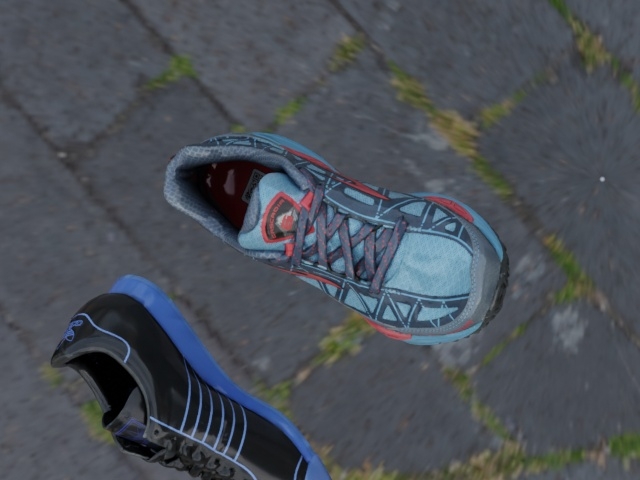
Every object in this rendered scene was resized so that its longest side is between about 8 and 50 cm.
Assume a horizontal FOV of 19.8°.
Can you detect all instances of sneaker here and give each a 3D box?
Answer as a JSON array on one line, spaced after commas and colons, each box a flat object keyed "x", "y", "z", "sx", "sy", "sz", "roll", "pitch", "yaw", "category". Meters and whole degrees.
[{"x": 0.000, "y": 0.000, "z": 1.224, "sx": 0.262, "sy": 0.125, "sz": 0.104, "roll": 21, "pitch": 99, "yaw": 33, "category": "sneaker"}, {"x": -0.092, "y": 0.135, "z": 1.292, "sx": 0.232, "sy": 0.090, "sz": 0.081, "roll": 46, "pitch": 140, "yaw": -3, "category": "sneaker"}]
